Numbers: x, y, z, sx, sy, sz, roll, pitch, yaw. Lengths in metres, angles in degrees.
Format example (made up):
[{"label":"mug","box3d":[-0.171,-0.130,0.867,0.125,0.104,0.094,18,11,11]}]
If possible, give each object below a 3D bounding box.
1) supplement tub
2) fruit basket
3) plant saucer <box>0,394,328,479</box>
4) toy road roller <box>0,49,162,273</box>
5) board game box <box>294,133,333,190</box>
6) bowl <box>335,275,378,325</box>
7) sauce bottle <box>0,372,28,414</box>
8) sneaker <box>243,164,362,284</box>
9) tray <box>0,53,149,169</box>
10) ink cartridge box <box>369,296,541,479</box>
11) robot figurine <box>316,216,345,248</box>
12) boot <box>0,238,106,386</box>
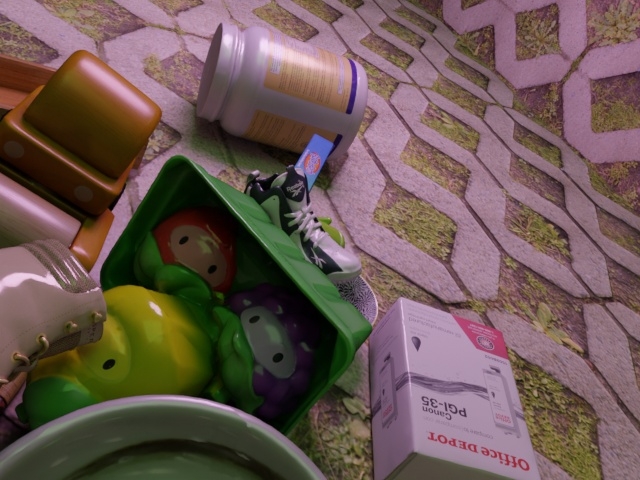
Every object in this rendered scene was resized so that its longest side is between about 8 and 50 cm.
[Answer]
[{"label":"supplement tub","box3d":[-0.088,-0.329,1.248,0.332,0.241,0.240,13,39,-22]},{"label":"fruit basket","box3d":[-0.163,0.101,0.696,0.392,0.282,0.392,33,21,-14]},{"label":"plant saucer","box3d":[-0.149,0.340,0.479,0.401,0.100,0.400,12,49,-15]},{"label":"toy road roller","box3d":[-0.346,-0.106,0.741,0.203,0.240,0.329,36,21,-25]},{"label":"board game box","box3d":[-0.048,-0.088,1.057,0.047,0.160,0.210,28,37,-3]},{"label":"bowl","box3d":[0.002,0.110,0.922,0.170,0.080,0.170,19,38,-15]},{"label":"sauce bottle","box3d":[-0.363,0.147,0.667,0.042,0.042,0.128,23,35,-9]},{"label":"sneaker","box3d":[-0.032,-0.036,0.882,0.235,0.152,0.094,28,34,24]},{"label":"tray","box3d":[-0.518,-0.234,0.931,0.411,0.076,0.202,8,34,-40]},{"label":"ink cartridge box","box3d":[0.192,0.249,0.853,0.208,0.117,0.282,20,37,-13]},{"label":"robot figurine","box3d":[0.000,0.000,1.047,0.115,0.067,0.101,25,58,-44]},{"label":"boot","box3d":[-0.272,0.115,0.485,0.204,0.095,0.261,-7,62,-58]}]
